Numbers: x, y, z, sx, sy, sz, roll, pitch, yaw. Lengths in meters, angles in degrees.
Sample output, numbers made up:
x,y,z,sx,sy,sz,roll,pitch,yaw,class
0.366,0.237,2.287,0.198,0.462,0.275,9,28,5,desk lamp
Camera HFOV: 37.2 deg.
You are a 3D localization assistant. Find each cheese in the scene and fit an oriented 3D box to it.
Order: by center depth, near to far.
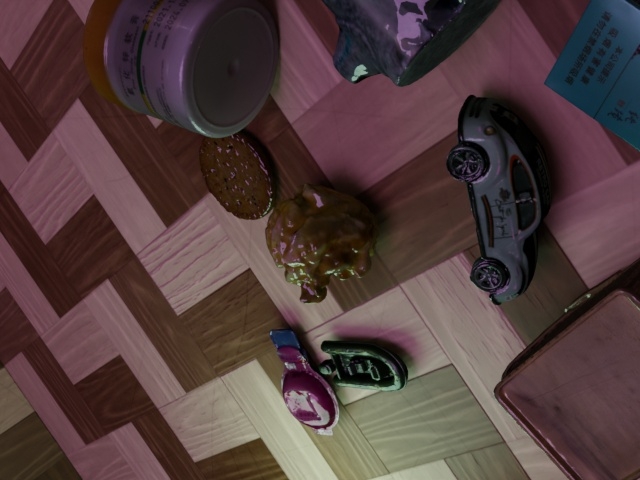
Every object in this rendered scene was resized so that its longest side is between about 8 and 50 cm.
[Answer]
x,y,z,sx,sy,sz,roll,pitch,yaw,class
-0.034,0.284,1.904,0.155,0.062,0.244,-9,109,45,cheese

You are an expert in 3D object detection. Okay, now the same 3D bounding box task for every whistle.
x,y,z,sx,sy,sz,roll,pitch,yaw,class
0.135,-0.350,1.187,0.168,0.188,0.405,49,154,7,whistle

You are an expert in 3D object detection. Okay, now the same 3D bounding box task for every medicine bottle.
x,y,z,sx,sy,sz,roll,pitch,yaw,class
-0.225,-0.308,1.551,0.232,0.238,0.238,22,130,31,medicine bottle

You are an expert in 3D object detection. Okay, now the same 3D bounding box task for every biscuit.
x,y,z,sx,sy,sz,roll,pitch,yaw,class
-0.153,-0.125,1.767,0.188,0.027,0.188,25,132,32,biscuit

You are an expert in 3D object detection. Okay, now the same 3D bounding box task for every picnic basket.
x,y,z,sx,sy,sz,roll,pitch,yaw,class
0.424,0.181,1.318,0.228,0.175,0.313,47,135,9,picnic basket

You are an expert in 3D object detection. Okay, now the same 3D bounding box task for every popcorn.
x,y,z,sx,sy,sz,roll,pitch,yaw,class
-0.001,0.000,1.595,0.187,0.185,0.167,46,157,-3,popcorn

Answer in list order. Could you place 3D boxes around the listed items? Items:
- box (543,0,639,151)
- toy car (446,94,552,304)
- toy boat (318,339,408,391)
x,y,z,sx,sy,sz,roll,pitch,yaw,class
0.407,-0.196,1.174,0.226,0.042,0.161,41,139,17,box
0.264,-0.057,1.342,0.125,0.136,0.306,-7,114,23,toy car
0.082,0.234,1.767,0.210,0.052,0.104,-1,113,45,toy boat
